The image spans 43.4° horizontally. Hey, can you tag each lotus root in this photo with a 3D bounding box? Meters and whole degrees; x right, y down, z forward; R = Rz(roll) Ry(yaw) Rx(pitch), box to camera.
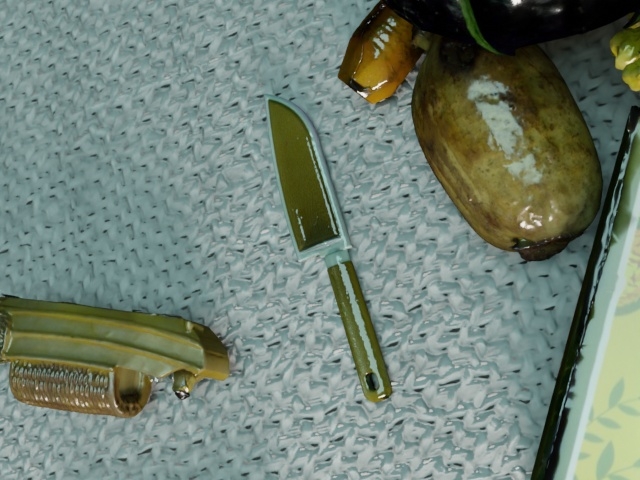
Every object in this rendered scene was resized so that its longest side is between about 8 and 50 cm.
[{"bbox_3d":[0.155,-0.106,0.724,0.128,0.145,0.260,-18,77,-28],"label":"lotus root"}]

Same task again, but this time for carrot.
[{"bbox_3d":[0.114,-0.249,0.791,0.070,0.070,0.260,42,96,18],"label":"carrot"}]

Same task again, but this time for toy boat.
[{"bbox_3d":[-0.246,0.128,0.859,0.310,0.089,0.115,5,77,19],"label":"toy boat"}]

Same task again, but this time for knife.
[{"bbox_3d":[-0.001,0.000,0.824,0.061,0.027,0.343,-20,78,20],"label":"knife"}]

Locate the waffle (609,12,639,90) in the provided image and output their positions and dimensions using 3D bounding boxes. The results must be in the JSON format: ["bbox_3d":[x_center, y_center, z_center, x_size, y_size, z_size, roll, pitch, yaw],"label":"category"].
[{"bbox_3d":[0.393,-0.141,0.599,0.307,0.060,0.312,-29,49,-22],"label":"waffle"}]

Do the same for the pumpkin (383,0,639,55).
[{"bbox_3d":[0.152,-0.297,0.599,0.295,0.296,0.296,-2,84,18],"label":"pumpkin"}]

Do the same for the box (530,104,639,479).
[{"bbox_3d":[0.404,0.120,0.616,0.420,0.138,0.373,15,89,19],"label":"box"}]
